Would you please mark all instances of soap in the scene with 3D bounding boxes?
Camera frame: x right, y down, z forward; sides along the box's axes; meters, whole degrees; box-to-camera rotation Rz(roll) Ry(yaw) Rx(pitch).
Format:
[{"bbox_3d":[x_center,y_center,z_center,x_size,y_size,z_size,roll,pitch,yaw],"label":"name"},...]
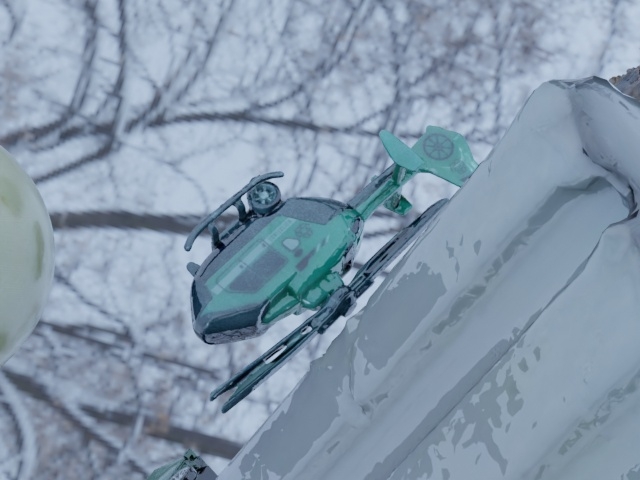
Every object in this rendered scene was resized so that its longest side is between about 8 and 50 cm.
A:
[{"bbox_3d":[0.119,0.189,0.723,0.435,0.213,0.350,-54,-143,31],"label":"soap"}]

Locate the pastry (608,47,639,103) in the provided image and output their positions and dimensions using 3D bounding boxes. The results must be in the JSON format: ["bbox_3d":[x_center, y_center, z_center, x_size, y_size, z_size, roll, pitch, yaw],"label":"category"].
[{"bbox_3d":[0.441,-0.106,1.790,0.275,0.193,0.274,7,-80,47],"label":"pastry"}]

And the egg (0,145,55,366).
[{"bbox_3d":[-0.275,0.012,0.886,0.189,0.254,0.188,1,-88,26],"label":"egg"}]

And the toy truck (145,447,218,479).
[{"bbox_3d":[-0.114,0.215,0.988,0.079,0.065,0.147,-32,-167,39],"label":"toy truck"}]

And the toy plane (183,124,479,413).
[{"bbox_3d":[0.000,0.000,0.850,0.235,0.096,0.060,-41,156,-22],"label":"toy plane"}]
